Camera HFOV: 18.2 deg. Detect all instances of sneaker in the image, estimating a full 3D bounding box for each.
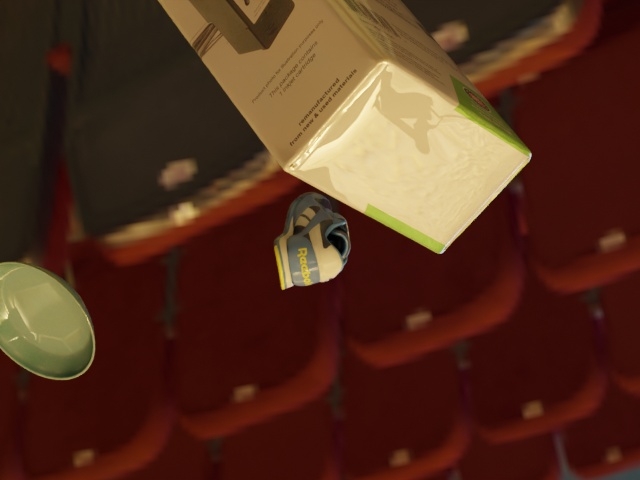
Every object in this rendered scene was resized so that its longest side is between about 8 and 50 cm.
[{"bbox_3d":[0.000,0.000,1.689,0.059,0.144,0.053,-8,113,12],"label":"sneaker"}]

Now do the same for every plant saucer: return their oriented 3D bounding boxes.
[{"bbox_3d":[-0.235,0.063,1.681,0.119,0.119,0.021,-37,-171,44],"label":"plant saucer"}]

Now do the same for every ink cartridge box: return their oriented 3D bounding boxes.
[{"bbox_3d":[0.009,-0.139,1.544,0.115,0.273,0.198,-48,138,14],"label":"ink cartridge box"}]
